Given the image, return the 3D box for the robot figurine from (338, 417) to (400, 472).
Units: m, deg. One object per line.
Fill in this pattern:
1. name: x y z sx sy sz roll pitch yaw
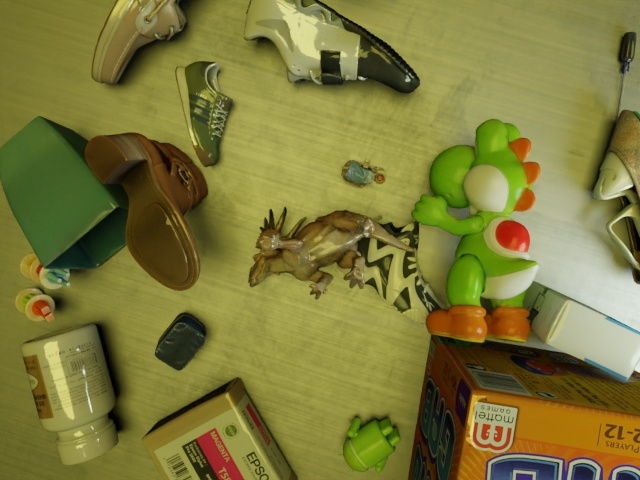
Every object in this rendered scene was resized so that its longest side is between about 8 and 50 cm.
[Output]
1. robot figurine: 0.091 0.378 0.995 0.115 0.067 0.101 -38 98 4

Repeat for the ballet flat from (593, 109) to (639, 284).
1. ballet flat: 0.543 -0.065 0.935 0.106 0.107 0.316 -19 90 11

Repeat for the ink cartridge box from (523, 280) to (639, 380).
1. ink cartridge box: 0.425 0.142 0.904 0.139 0.190 0.082 25 95 3

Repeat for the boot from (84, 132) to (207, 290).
1. boot: -0.257 -0.058 0.926 0.109 0.220 0.283 -38 87 15

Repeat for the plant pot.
1. plant pot: -0.449 -0.091 0.966 0.165 0.165 0.234 -39 84 4

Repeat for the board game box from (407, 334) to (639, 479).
1. board game box: 0.344 0.377 0.835 0.355 0.356 0.357 8 93 3

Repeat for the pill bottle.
1. pill bottle: -0.453 0.279 0.993 0.131 0.131 0.230 -14 91 4

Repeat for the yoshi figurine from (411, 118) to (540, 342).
1. yoshi figurine: 0.260 -0.017 0.920 0.202 0.203 0.363 4 86 18

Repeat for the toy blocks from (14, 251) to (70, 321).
1. toy blocks: -0.502 0.093 0.987 0.148 0.054 0.123 11 94 42

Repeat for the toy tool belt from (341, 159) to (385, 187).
1. toy tool belt: 0.079 -0.121 0.984 0.083 0.051 0.052 15 93 2

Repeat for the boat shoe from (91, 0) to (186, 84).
1. boat shoe: -0.294 -0.411 0.959 0.110 0.122 0.341 30 108 -22

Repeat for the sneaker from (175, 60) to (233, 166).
1. sneaker: -0.201 -0.238 0.989 0.086 0.064 0.192 -15 88 9

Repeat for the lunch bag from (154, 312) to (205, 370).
1. lunch bag: -0.263 0.190 1.012 0.067 0.065 0.098 40 93 -14

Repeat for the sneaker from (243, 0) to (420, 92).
1. sneaker: 0.015 -0.328 0.960 0.330 0.122 0.146 31 112 1

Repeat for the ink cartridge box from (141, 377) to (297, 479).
1. ink cartridge box: -0.185 0.410 1.004 0.193 0.088 0.235 -30 90 5

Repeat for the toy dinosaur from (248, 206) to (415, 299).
1. toy dinosaur: 0.000 0.000 0.925 0.295 0.200 0.127 -15 108 -1

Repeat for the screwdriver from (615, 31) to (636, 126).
1. screwdriver: 0.543 -0.286 0.970 0.024 0.025 0.170 5 101 3

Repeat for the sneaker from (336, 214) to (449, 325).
1. sneaker: 0.163 0.042 0.963 0.234 0.094 0.153 34 103 12
